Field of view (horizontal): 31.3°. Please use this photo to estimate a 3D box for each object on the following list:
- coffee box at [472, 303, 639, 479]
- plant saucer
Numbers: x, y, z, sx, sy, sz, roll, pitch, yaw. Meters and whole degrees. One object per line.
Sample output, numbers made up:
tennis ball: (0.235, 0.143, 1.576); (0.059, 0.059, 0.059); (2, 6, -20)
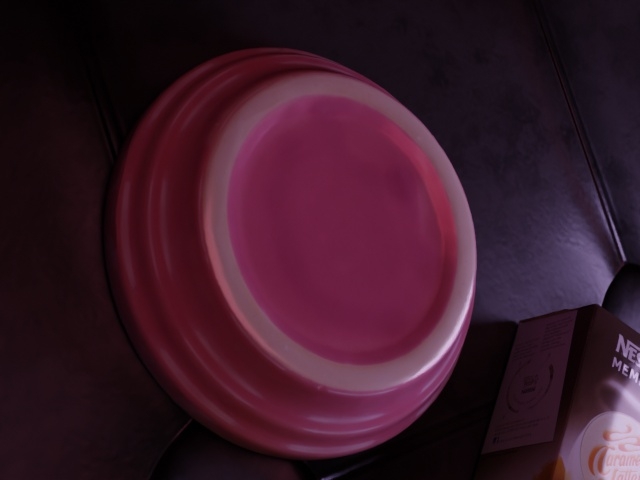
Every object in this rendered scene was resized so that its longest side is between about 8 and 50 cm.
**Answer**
coffee box: (0.217, 0.196, 0.963); (0.141, 0.098, 0.247); (33, 61, -22)
plant saucer: (0.000, 0.000, 0.887); (0.332, 0.084, 0.332); (10, 70, -30)
